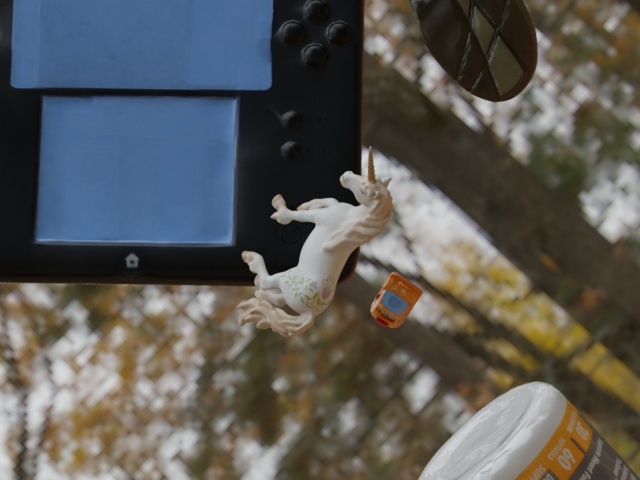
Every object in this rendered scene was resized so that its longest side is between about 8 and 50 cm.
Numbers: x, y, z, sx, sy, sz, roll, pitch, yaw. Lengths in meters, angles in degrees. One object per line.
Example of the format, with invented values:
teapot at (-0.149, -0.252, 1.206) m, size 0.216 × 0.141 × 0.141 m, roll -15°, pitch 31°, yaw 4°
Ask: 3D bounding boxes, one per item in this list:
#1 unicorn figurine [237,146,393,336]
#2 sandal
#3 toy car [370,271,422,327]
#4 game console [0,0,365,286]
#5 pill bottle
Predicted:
unicorn figurine at (0.000, 0.000, 1.498) m, size 0.060 × 0.111 × 0.162 m, roll 10°, pitch -83°, yaw -44°
sandal at (0.099, -0.208, 1.567) m, size 0.090 × 0.219 × 0.060 m, roll -50°, pitch -15°, yaw 32°
toy car at (0.036, 0.034, 1.751) m, size 0.060 × 0.122 × 0.040 m, roll -33°, pitch 17°, yaw 50°
game console at (-0.155, -0.130, 1.718) m, size 0.060 × 0.386 × 0.342 m, roll 79°, pitch -168°, yaw -74°
pill bottle at (0.217, 0.262, 1.610) m, size 0.162 × 0.278 × 0.162 m, roll -43°, pitch 8°, yaw 7°
